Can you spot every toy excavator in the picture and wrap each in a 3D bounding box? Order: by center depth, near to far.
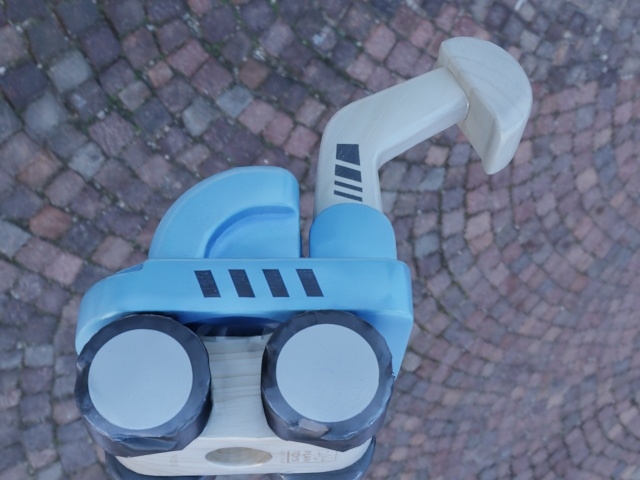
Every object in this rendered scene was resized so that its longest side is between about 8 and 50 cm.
[{"bbox_3d":[0.000,0.000,0.906,0.433,0.445,0.222,-1,152,-3],"label":"toy excavator"}]
